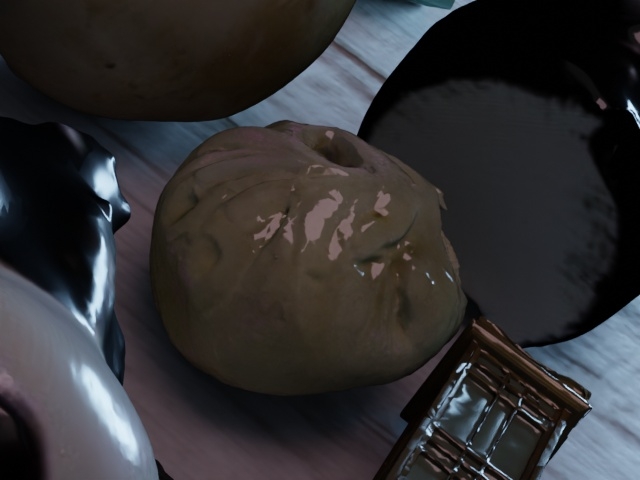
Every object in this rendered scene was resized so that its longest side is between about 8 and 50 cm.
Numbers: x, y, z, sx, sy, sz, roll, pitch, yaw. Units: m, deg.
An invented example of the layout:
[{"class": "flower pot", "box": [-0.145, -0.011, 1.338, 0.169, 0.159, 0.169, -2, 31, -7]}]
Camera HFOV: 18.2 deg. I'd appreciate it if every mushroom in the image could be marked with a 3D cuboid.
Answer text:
[{"class": "mushroom", "box": [-0.119, -0.222, 1.314, 0.292, 0.292, 0.290, 4, 12, -36]}]

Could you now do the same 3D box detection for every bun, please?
[{"class": "bun", "box": [0.000, 0.000, 1.150, 0.193, 0.128, 0.178, -3, 29, -18]}]

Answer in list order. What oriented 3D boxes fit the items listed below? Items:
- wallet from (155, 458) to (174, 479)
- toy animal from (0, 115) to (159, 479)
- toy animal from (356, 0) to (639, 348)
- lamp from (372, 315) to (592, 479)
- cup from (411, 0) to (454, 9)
[{"class": "wallet", "box": [-0.176, 0.187, 0.862, 0.197, 0.051, 0.377, 26, 31, -5]}, {"class": "toy animal", "box": [-0.172, 0.073, 0.782, 0.212, 0.212, 0.267, 17, 31, -20]}, {"class": "toy animal", "box": [0.190, -0.077, 1.363, 0.251, 0.251, 0.310, 38, 40, 11]}, {"class": "lamp", "box": [0.051, 0.160, 1.044, 0.090, 0.089, 0.325, 35, 33, 2]}, {"class": "cup", "box": [0.003, -0.272, 1.561, 0.236, 0.134, 0.148, 12, 3, -16]}]
